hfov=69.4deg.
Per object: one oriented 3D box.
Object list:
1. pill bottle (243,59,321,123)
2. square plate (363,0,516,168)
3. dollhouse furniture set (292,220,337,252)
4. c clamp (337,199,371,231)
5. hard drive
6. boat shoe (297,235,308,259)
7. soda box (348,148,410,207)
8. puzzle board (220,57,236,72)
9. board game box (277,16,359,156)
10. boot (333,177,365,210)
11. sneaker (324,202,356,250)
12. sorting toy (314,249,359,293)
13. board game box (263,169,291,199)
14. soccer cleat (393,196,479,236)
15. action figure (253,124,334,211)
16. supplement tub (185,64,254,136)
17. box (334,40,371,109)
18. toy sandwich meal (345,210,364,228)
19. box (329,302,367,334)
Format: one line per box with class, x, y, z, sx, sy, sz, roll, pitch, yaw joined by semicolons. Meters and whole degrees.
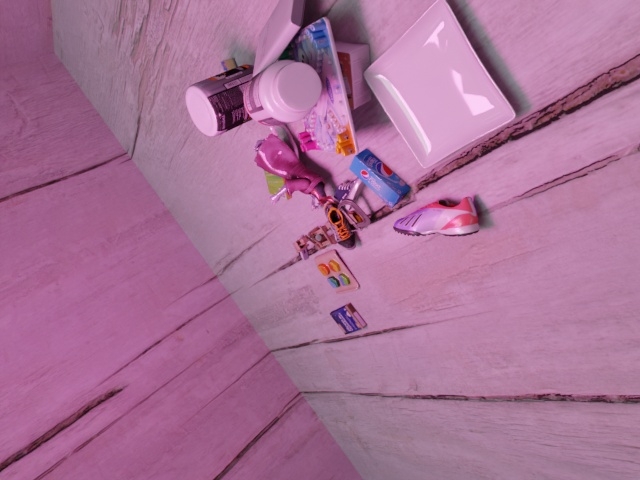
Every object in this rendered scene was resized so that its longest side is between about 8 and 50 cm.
pill bottle;-0.115;-0.442;1.395;0.176;0.176;0.319;66;165;-19
square plate;0.312;-0.406;1.261;0.343;0.049;0.347;57;148;-4
dollhouse furniture set;0.000;0.000;1.946;0.101;0.161;0.182;57;149;-5
c clamp;0.120;-0.091;1.754;0.137;0.022;0.160;-7;132;50
hard drive;-0.134;-0.670;1.474;0.308;0.040;0.202;-26;54;57
boat shoe;-0.093;0.035;2.207;0.040;0.049;0.142;26;141;38
soda box;0.199;-0.213;1.574;0.210;0.067;0.071;44;147;13
puzzle board;-0.359;-0.678;1.900;0.096;0.011;0.128;12;129;48
board game box;-0.025;-0.466;1.483;0.390;0.051;0.389;29;138;64
boot;0.102;-0.191;1.716;0.086;0.069;0.190;40;147;11
sneaker;0.078;-0.052;1.846;0.214;0.084;0.083;59;-179;-9
sorting toy;0.066;0.151;2.122;0.208;0.038;0.193;57;148;-5
board game box;-0.201;-0.307;2.031;0.124;0.039;0.259;23;140;38
soccer cleat;0.361;-0.075;1.485;0.318;0.109;0.116;1;101;54
action figure;-0.078;-0.263;1.817;0.370;0.248;0.275;37;111;22
supplement tub;-0.315;-0.525;1.702;0.194;0.316;0.193;32;141;30
box;0.077;-0.510;1.423;0.130;0.091;0.170;26;139;37
toy sandwich meal;0.137;-0.077;1.820;0.086;0.029;0.085;33;143;29
box;0.126;0.393;2.281;0.136;0.037;0.225;53;149;1
